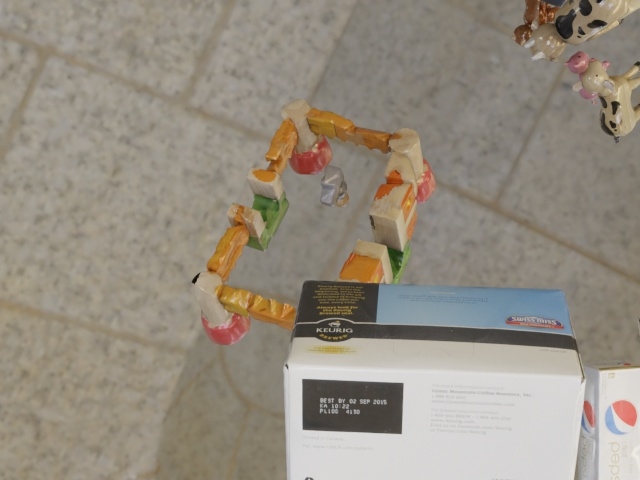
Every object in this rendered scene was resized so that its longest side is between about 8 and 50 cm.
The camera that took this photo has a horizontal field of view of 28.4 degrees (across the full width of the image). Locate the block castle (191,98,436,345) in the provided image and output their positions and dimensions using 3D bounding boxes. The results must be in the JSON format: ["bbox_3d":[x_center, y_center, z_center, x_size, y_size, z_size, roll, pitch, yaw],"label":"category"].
[{"bbox_3d":[0.000,0.000,2.225,0.303,0.453,0.213,16,154,20],"label":"block castle"}]

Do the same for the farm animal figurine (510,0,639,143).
[{"bbox_3d":[0.460,-0.356,2.218,0.330,0.172,0.327,49,152,18],"label":"farm animal figurine"}]

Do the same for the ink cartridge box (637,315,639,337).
[{"bbox_3d":[0.655,0.283,1.909,0.279,0.385,0.160,-11,-174,6],"label":"ink cartridge box"}]

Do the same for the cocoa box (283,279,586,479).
[{"bbox_3d":[0.136,0.200,1.581,0.347,0.231,0.228,2,-155,4],"label":"cocoa box"}]

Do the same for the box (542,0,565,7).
[{"bbox_3d":[0.239,-0.506,1.579,0.312,0.179,0.343,19,147,-6],"label":"box"}]

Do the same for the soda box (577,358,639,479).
[{"bbox_3d":[0.420,0.285,1.838,0.073,0.216,0.069,-2,-175,-16],"label":"soda box"}]
